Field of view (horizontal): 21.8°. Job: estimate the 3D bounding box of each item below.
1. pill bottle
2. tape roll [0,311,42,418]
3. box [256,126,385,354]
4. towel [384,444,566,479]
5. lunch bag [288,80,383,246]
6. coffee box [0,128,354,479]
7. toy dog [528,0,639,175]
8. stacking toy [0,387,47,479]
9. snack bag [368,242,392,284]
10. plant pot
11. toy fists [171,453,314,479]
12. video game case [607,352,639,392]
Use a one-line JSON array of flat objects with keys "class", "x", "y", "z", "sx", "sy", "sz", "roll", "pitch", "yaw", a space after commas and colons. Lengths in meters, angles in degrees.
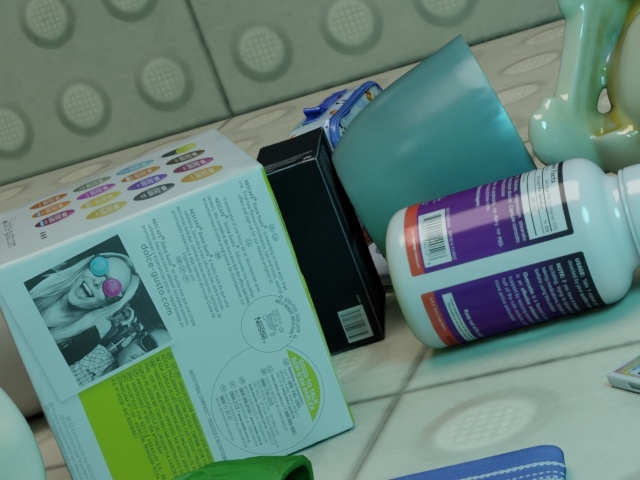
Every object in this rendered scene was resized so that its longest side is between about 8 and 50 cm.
[{"class": "pill bottle", "x": 0.253, "y": 0.010, "z": 2.017, "sx": 0.323, "sy": 0.181, "sz": 0.181, "roll": -16, "pitch": 16, "yaw": 16}, {"class": "tape roll", "x": -0.429, "y": 0.129, "z": 2.392, "sx": 0.169, "sy": 0.246, "sz": 0.246, "roll": -20, "pitch": 15, "yaw": 4}, {"class": "box", "x": 0.000, "y": 0.000, "z": 2.234, "sx": 0.103, "sy": 0.261, "sz": 0.184, "roll": -18, "pitch": 14, "yaw": 10}, {"class": "towel", "x": 0.107, "y": 0.294, "z": 1.506, "sx": 0.243, "sy": 0.040, "sz": 0.336, "roll": -16, "pitch": 18, "yaw": 13}, {"class": "lunch bag", "x": 0.055, "y": -0.119, "z": 2.620, "sx": 0.115, "sy": 0.243, "sz": 0.303, "roll": -15, "pitch": 15, "yaw": 21}, {"class": "coffee box", "x": -0.192, "y": 0.093, "z": 2.012, "sx": 0.334, "sy": 0.338, "sz": 0.337, "roll": -22, "pitch": 15, "yaw": -8}, {"class": "toy dog", "x": 0.510, "y": -0.190, "z": 2.005, "sx": 0.408, "sy": 0.395, "sz": 0.284, "roll": -4, "pitch": 62, "yaw": 53}, {"class": "stacking toy", "x": -0.538, "y": 0.318, "z": 1.888, "sx": 0.350, "sy": 0.350, "sz": 0.480, "roll": -30, "pitch": 1, "yaw": -31}, {"class": "snack bag", "x": 0.234, "y": -0.012, "z": 2.409, "sx": 0.342, "sy": 0.037, "sz": 0.323, "roll": -2, "pitch": 24, "yaw": 43}, {"class": "plant pot", "x": 0.158, "y": -0.090, "z": 2.228, "sx": 0.235, "sy": 0.293, "sz": 0.293, "roll": -30, "pitch": 14, "yaw": 7}, {"class": "toy fists", "x": -0.113, "y": 0.299, "z": 1.661, "sx": 0.142, "sy": 0.096, "sz": 0.279, "roll": -3, "pitch": 19, "yaw": 23}, {"class": "video game case", "x": 0.402, "y": 0.121, "z": 1.739, "sx": 0.157, "sy": 0.019, "sz": 0.143, "roll": -28, "pitch": 16, "yaw": -22}]
